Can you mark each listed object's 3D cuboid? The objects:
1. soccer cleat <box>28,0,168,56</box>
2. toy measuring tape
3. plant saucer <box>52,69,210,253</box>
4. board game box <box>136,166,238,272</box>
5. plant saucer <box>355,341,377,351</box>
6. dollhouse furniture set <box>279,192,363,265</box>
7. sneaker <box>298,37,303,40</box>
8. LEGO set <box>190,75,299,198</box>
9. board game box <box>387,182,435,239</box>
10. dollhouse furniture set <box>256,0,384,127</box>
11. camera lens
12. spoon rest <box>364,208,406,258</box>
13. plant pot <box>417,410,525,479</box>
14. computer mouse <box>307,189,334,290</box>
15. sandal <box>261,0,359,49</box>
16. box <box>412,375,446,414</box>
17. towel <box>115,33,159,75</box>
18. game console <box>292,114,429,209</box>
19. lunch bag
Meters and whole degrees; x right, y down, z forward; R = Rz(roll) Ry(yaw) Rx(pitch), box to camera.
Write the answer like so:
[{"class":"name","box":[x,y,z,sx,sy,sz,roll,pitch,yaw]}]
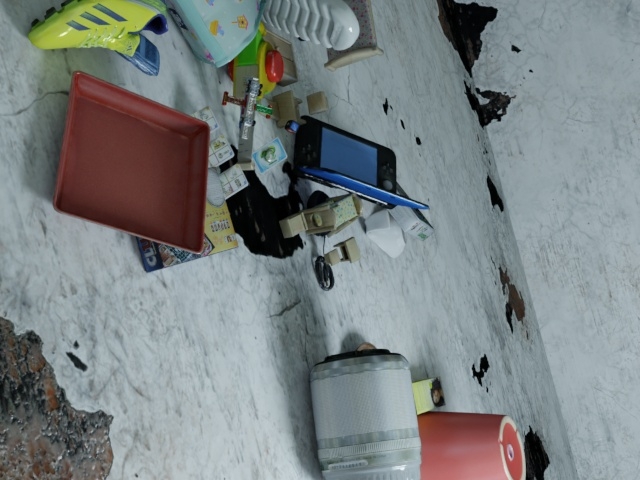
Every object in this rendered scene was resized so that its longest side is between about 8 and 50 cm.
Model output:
[{"class":"soccer cleat","box":[-0.354,-0.356,1.367,0.289,0.093,0.121,-42,118,-49]},{"class":"toy measuring tape","box":[-0.140,-0.311,1.779,0.121,0.121,0.330,6,85,-61]},{"class":"plant saucer","box":[-0.307,-0.118,1.348,0.259,0.047,0.259,19,58,-35]},{"class":"board game box","box":[-0.249,-0.043,1.497,0.243,0.042,0.165,-17,91,-63]},{"class":"plant saucer","box":[0.113,0.348,1.997,0.198,0.036,0.199,39,43,-49]},{"class":"dollhouse furniture set","box":[0.022,-0.004,1.881,0.182,0.101,0.161,-28,104,-46]},{"class":"sneaker","box":[-0.059,-0.586,2.110,0.162,0.063,0.073,64,32,-20]},{"class":"LEGO set","box":[-0.160,-0.216,1.676,0.244,0.060,0.183,-37,113,-26]},{"class":"board game box","box":[0.217,-0.098,2.248,0.193,0.053,0.305,54,10,14]},{"class":"dollhouse furniture set","box":[0.013,-0.451,1.858,0.173,0.355,0.304,7,71,-60]},{"class":"camera lens","box":[0.094,0.376,1.744,0.219,0.219,0.275,19,61,-58]},{"class":"spoon rest","box":[0.180,-0.029,2.288,0.276,0.084,0.137,34,48,-70]},{"class":"plant pot","box":[0.399,0.578,2.198,0.275,0.243,0.275,36,46,-50]},{"class":"computer mouse","box":[0.000,0.000,1.963,0.071,0.041,0.242,7,77,-48]},{"class":"sandal","box":[-0.070,-0.536,1.774,0.102,0.416,0.169,-44,158,-23]},{"class":"box","box":[0.269,0.421,2.231,0.232,0.058,0.088,4,73,-61]},{"class":"towel","box":[-0.337,-0.353,1.500,0.119,0.029,0.067,32,48,-53]},{"class":"game console","box":[0.099,-0.188,1.966,0.293,0.173,0.250,18,58,-26]},{"class":"lunch bag","box":[-0.229,-0.486,1.634,0.223,0.160,0.262,58,26,-31]}]
